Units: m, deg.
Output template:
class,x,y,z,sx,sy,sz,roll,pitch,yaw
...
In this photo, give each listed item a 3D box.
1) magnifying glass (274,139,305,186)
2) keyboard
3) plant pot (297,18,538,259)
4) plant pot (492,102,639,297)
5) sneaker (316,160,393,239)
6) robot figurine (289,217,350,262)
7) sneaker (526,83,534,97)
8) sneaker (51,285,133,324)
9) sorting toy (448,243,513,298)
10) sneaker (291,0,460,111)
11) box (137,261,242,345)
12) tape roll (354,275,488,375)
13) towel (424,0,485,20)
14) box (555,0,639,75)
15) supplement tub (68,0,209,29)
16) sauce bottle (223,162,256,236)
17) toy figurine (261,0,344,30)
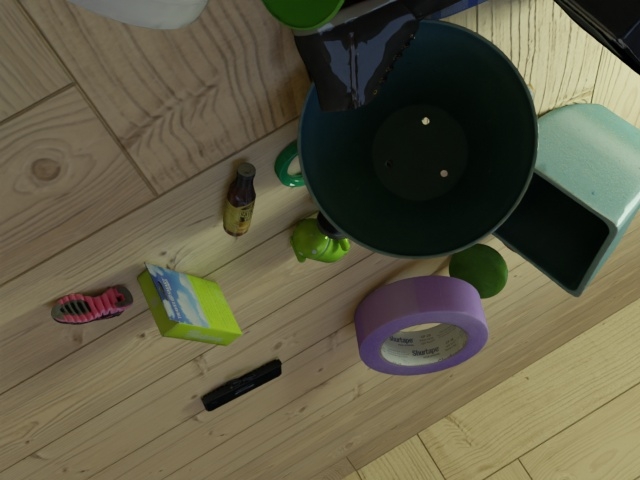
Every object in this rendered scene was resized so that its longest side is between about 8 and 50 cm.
class,x,y,z,sx,sy,sz,roll,pitch,yaw
magnifying glass,0.039,-0.140,1.183,0.230,0.026,0.092,-22,150,-16
keyboard,-0.163,0.298,1.687,0.180,0.023,0.108,-26,158,-14
plant pot,0.129,-0.124,1.070,0.290,0.290,0.195,-37,176,8
plant pot,0.475,-0.101,1.477,0.252,0.248,0.247,-40,156,-22
sneaker,0.091,-0.091,1.251,0.227,0.087,0.130,-27,150,-17
robot figurine,0.000,0.000,1.319,0.101,0.067,0.115,-12,165,31
sneaker,0.324,-0.225,1.337,0.036,0.032,0.083,-11,143,-11
sneaker,-0.333,0.103,1.174,0.119,0.047,0.057,-8,156,-36
sorting toy,0.370,0.030,1.755,0.365,0.127,0.126,-48,179,33
sneaker,0.081,-0.238,0.948,0.222,0.083,0.118,-21,119,-6
box,-0.202,0.100,1.226,0.042,0.109,0.178,-39,152,16
tape roll,0.212,0.185,1.713,0.274,0.090,0.275,-4,144,-3
towel,0.214,-0.390,0.944,0.209,0.034,0.285,-25,152,-13
box,0.447,-0.401,0.927,0.395,0.212,0.293,-50,152,21
supplement tub,-0.084,-0.329,0.508,0.241,0.241,0.331,1,138,-47
sauce bottle,-0.112,-0.057,1.137,0.042,0.042,0.128,-19,151,-24
toy figurine,0.031,-0.312,0.834,0.159,0.130,0.173,-23,130,-46
